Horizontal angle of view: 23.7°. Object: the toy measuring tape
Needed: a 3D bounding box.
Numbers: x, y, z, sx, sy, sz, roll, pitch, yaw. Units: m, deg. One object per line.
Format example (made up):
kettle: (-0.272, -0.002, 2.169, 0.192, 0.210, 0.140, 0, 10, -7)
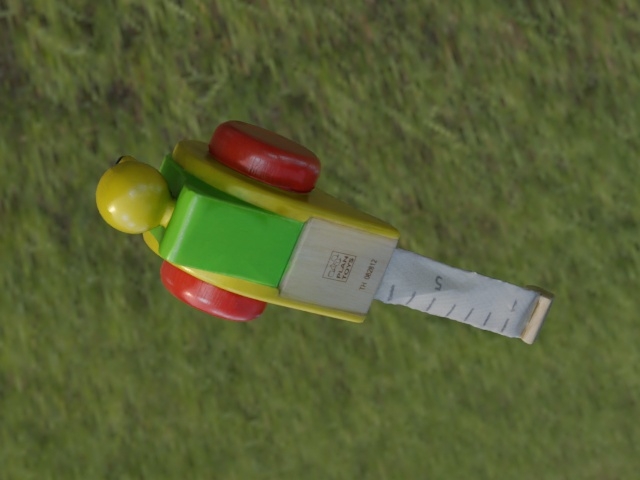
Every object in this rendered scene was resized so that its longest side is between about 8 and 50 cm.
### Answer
toy measuring tape: (0.000, 0.000, 0.958, 0.330, 0.121, 0.121, 15, 146, -36)
